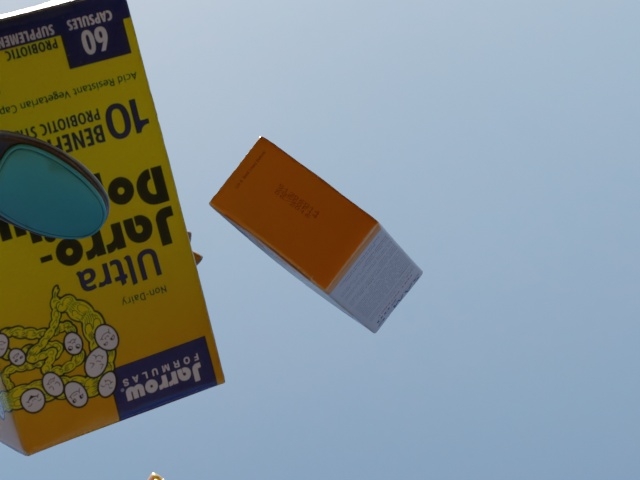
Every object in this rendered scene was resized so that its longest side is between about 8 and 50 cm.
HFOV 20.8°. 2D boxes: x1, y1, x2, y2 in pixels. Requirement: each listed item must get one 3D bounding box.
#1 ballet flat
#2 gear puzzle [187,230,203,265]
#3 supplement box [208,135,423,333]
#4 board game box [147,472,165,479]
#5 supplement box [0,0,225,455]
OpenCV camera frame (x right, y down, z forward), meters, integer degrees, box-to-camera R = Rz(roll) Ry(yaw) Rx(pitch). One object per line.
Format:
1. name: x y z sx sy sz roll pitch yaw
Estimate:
1. ballet flat: -0.254 -0.063 1.300 0.213 0.072 0.068 21 -160 -33
2. gear puzzle: -0.267 0.064 1.705 0.339 0.175 0.044 -15 179 20
3. supplement box: 0.000 0.000 0.710 0.062 0.098 0.036 37 -92 19
4. board game box: -0.030 0.366 1.701 0.390 0.050 0.390 32 178 -2
5. supplement box: -0.245 -0.021 1.522 0.194 0.356 0.195 -19 -168 -24
